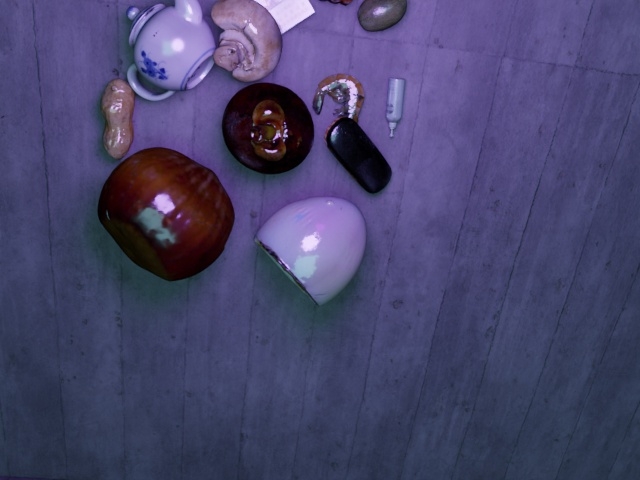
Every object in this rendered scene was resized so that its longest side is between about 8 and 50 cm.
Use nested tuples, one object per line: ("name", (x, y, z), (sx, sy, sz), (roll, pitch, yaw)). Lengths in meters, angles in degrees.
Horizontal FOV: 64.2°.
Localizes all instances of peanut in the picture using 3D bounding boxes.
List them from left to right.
("peanut", (-0.665, -0.394, 1.672), (0.101, 0.117, 0.262), (20, 115, 22))

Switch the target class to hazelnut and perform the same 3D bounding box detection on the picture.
("hazelnut", (-0.508, -0.079, 1.683), (0.429, 0.402, 0.402), (41, 104, -12))

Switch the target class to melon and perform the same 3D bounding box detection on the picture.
("melon", (0.197, -0.716, 1.586), (0.168, 0.114, 0.114), (-25, 111, 6))

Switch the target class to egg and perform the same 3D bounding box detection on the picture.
("egg", (0.000, 0.000, 1.755), (0.340, 0.354, 0.354), (-43, 109, -8))

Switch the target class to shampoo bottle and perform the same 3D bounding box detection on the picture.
("shampoo bottle", (0.250, -0.447, 1.726), (0.056, 0.056, 0.194), (1, 111, -3))

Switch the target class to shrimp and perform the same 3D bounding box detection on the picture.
("shrimp", (0.051, -0.414, 1.736), (0.169, 0.058, 0.295), (10, 109, 3))

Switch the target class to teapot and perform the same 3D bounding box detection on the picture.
("teapot", (-0.465, -0.595, 1.529), (0.280, 0.252, 0.424), (40, 128, -7))

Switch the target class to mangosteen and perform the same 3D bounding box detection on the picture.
("mangosteen", (-0.161, -0.360, 1.617), (0.298, 0.293, 0.296), (5, 70, -13))

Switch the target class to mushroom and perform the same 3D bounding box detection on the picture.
("mushroom", (-0.214, -0.598, 1.535), (0.189, 0.195, 0.253), (-1, 134, 22))

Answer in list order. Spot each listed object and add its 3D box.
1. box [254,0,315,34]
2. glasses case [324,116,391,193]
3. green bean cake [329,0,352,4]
("box", (-0.137, -0.769, 1.571), (0.150, 0.067, 0.233), (-31, 110, 8))
("glasses case", (0.132, -0.285, 1.730), (0.122, 0.082, 0.321), (-47, 128, -1))
("green bean cake", (0.077, -0.836, 1.539), (0.199, 0.097, 0.232), (10, 110, -7))
